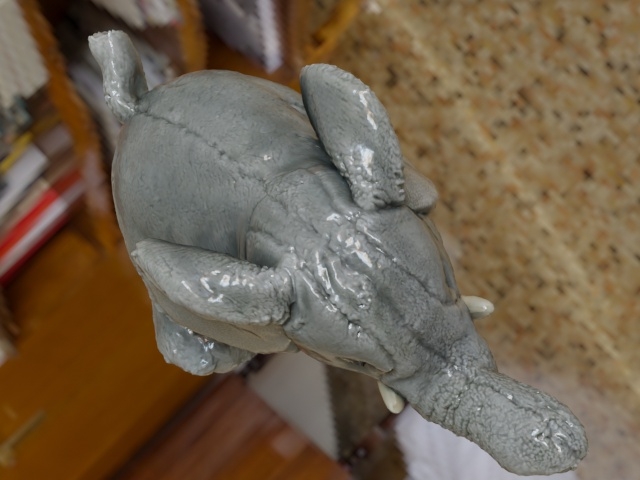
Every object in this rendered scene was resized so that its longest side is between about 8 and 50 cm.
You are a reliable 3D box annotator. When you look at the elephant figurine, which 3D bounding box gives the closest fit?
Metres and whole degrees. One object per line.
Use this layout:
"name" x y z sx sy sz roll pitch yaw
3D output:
"elephant figurine" 0.000 0.000 0.807 0.239 0.186 0.169 -154 68 -69
